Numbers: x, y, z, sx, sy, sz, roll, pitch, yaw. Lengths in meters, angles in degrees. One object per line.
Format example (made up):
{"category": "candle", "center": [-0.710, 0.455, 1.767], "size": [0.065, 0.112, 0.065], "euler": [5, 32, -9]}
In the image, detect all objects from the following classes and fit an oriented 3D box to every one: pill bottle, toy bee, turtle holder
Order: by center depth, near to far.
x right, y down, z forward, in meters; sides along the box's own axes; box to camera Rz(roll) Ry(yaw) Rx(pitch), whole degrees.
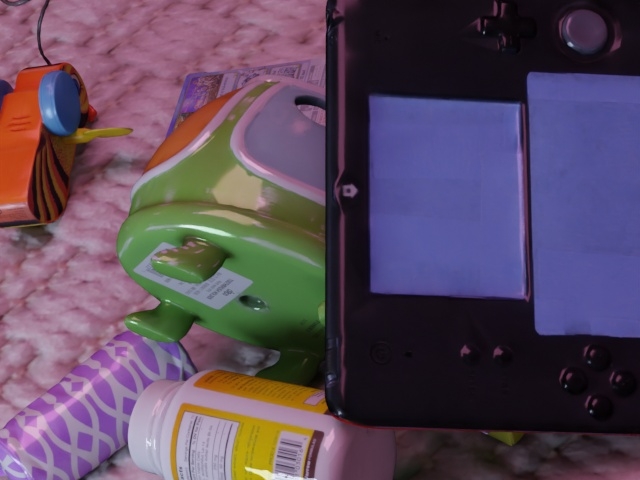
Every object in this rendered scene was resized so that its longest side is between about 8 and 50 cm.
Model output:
{"category": "pill bottle", "center": [-0.053, 0.174, 1.576], "size": [0.215, 0.117, 0.117], "euler": [9, 46, 31]}
{"category": "turtle holder", "center": [-0.007, -0.010, 1.646], "size": [0.320, 0.243, 0.227], "euler": [11, 64, 12]}
{"category": "toy bee", "center": [-0.288, -0.135, 2.050], "size": [0.195, 0.162, 0.298], "euler": [15, 74, 25]}

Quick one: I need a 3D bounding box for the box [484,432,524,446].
{"category": "box", "center": [0.165, 0.104, 1.628], "size": [0.109, 0.042, 0.178], "euler": [22, 54, 41]}

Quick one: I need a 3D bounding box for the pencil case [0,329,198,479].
{"category": "pencil case", "center": [-0.208, 0.154, 1.700], "size": [0.206, 0.086, 0.088], "euler": [-36, 12, -22]}

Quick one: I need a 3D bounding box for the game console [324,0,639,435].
{"category": "game console", "center": [0.173, -0.029, 1.549], "size": [0.342, 0.060, 0.387], "euler": [4, 72, -12]}

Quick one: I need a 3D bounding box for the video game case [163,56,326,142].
{"category": "video game case", "center": [-0.043, -0.085, 1.929], "size": [0.244, 0.061, 0.269], "euler": [-5, 40, 16]}
